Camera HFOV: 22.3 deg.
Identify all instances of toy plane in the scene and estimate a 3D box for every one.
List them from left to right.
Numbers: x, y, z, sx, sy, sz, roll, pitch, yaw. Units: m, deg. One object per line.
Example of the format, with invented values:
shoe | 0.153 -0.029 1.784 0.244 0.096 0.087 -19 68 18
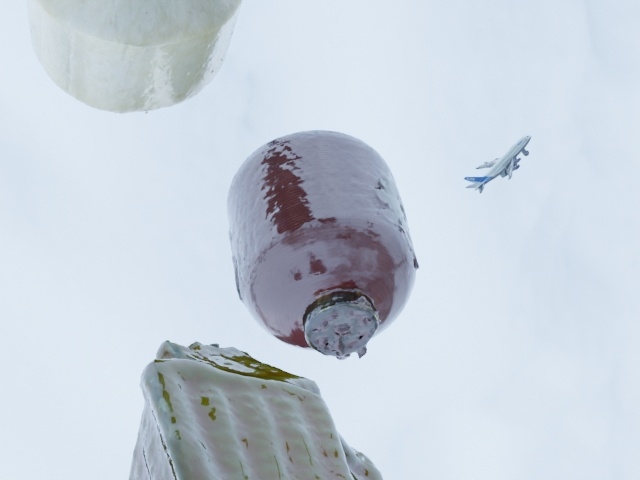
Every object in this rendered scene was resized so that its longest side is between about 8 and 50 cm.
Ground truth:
toy plane | 0.183 -0.076 1.646 0.084 0.078 0.024 -35 109 -10

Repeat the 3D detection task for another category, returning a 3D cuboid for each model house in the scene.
model house | -0.060 0.168 1.033 0.173 0.268 0.239 -29 128 4

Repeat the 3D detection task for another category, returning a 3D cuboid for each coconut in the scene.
coconut | -0.166 -0.230 1.450 0.202 0.202 0.222 17 151 -3

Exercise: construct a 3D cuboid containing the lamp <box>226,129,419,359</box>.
lamp | 0.000 0.000 1.562 0.180 0.258 0.180 -6 134 -6
